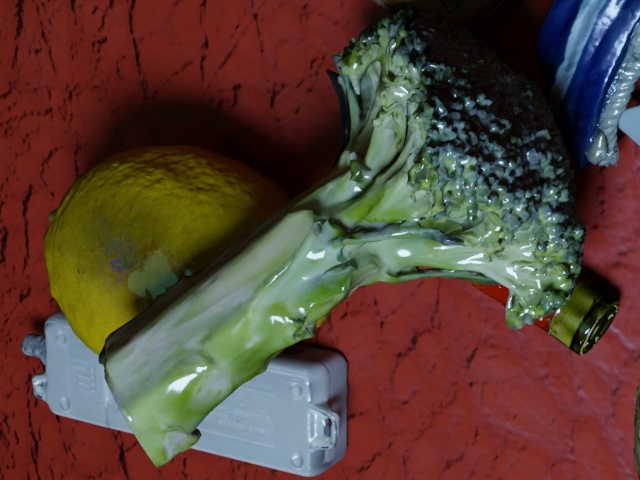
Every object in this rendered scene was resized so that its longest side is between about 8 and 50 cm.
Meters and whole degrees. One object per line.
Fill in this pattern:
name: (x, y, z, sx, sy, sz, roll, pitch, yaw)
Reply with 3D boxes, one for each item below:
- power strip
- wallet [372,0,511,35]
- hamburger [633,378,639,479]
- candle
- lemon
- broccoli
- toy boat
power strip: (-0.118, 0.121, 1.435, 0.338, 0.058, 0.098, 9, 109, 30)
wallet: (0.093, -0.229, 1.156, 0.161, 0.042, 0.195, 32, 124, -23)
hamburger: (0.331, 0.125, 1.076, 0.285, 0.134, 0.265, -44, 50, 16)
candle: (0.152, 0.030, 1.238, 0.130, 0.052, 0.052, 35, 120, 22)
lemon: (-0.110, 0.019, 1.320, 0.256, 0.188, 0.188, 16, 112, 23)
broccoli: (0.014, 0.013, 1.132, 0.252, 0.221, 0.361, 26, 74, 42)
toy boat: (0.281, -0.123, 1.104, 0.291, 0.070, 0.210, 14, 116, 25)
